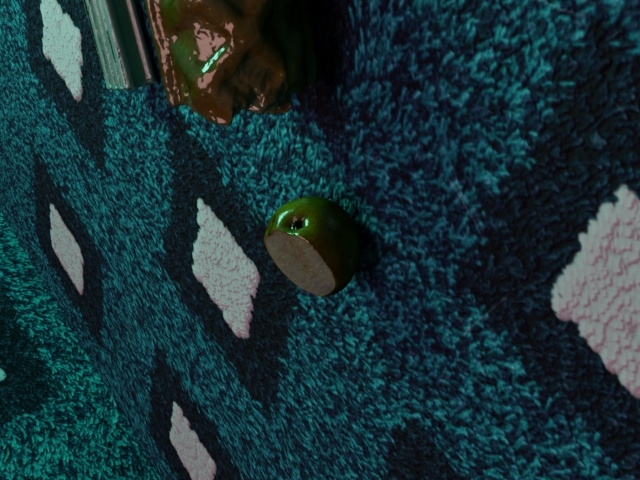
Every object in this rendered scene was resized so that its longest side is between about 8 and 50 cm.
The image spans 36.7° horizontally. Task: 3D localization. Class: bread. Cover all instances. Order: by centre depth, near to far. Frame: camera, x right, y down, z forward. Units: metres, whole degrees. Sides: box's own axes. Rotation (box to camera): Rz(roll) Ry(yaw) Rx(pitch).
[{"bbox_3d":[-0.112,-0.294,1.198,0.196,0.238,0.252,2,123,15],"label":"bread"}]

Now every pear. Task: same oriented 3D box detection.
[{"bbox_3d":[0.000,0.000,1.297,0.141,0.104,0.141,33,154,18],"label":"pear"}]

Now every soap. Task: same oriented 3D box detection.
[{"bbox_3d":[-0.352,-0.362,1.673,0.114,0.063,0.198,18,124,56],"label":"soap"}]
